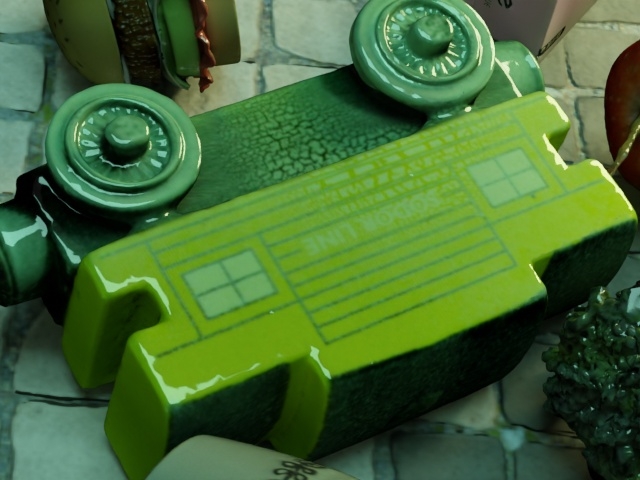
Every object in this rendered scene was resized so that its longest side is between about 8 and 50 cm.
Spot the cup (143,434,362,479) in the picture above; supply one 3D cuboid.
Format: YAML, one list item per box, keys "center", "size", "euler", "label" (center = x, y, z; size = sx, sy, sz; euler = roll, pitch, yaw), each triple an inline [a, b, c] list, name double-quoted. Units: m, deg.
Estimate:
- center: [0.017, 0.211, 1.030]
  size: [0.234, 0.186, 0.258]
  euler: [28, 23, 21]
  label: "cup"

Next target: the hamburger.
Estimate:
- center: [-0.138, -0.186, 1.315]
  size: [0.137, 0.175, 0.175]
  euler: [-15, 55, -7]
  label: "hamburger"

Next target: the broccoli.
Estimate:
- center: [0.286, 0.076, 1.215]
  size: [0.304, 0.145, 0.165]
  euler: [-22, 65, -42]
  label: "broccoli"

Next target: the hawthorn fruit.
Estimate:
- center: [0.270, -0.092, 1.305]
  size: [0.203, 0.162, 0.162]
  euler: [7, 45, -41]
  label: "hawthorn fruit"

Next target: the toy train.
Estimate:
- center: [0.000, 0.000, 1.186]
  size: [0.442, 0.179, 0.272]
  euler: [-21, 66, -26]
  label: "toy train"

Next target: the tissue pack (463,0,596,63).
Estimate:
- center: [0.216, -0.277, 1.464]
  size: [0.092, 0.148, 0.246]
  euler: [32, 52, 16]
  label: "tissue pack"
